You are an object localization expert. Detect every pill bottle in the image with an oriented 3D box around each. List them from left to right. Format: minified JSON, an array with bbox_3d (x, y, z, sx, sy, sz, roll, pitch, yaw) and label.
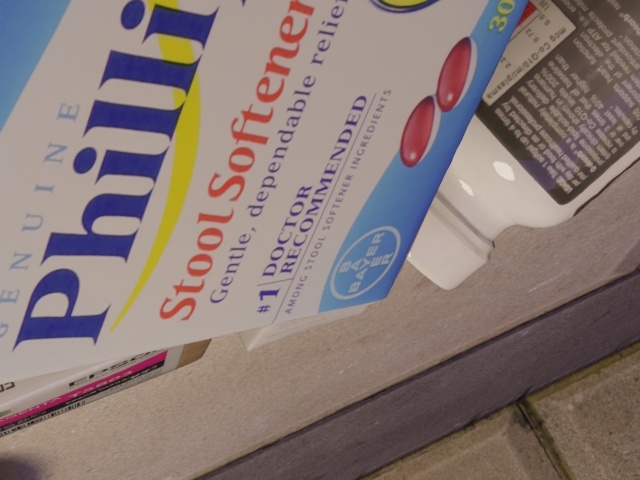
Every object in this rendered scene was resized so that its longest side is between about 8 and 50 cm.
[{"bbox_3d":[0.139,-0.108,0.812,0.278,0.162,0.162,-41,160,10],"label":"pill bottle"}]

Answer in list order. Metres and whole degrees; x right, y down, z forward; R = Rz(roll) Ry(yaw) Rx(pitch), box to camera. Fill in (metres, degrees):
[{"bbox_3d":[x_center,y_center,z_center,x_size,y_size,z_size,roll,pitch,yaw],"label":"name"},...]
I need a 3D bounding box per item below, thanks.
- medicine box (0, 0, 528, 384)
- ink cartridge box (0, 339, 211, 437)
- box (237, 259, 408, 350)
[{"bbox_3d":[-0.064,-0.098,0.542,0.289,0.149,0.263,-10,133,-45],"label":"medicine box"},{"bbox_3d":[-0.196,0.074,0.969,0.234,0.088,0.193,-21,172,-13],"label":"ink cartridge box"},{"bbox_3d":[0.000,0.000,1.117,0.130,0.091,0.170,-16,158,-36],"label":"box"}]
